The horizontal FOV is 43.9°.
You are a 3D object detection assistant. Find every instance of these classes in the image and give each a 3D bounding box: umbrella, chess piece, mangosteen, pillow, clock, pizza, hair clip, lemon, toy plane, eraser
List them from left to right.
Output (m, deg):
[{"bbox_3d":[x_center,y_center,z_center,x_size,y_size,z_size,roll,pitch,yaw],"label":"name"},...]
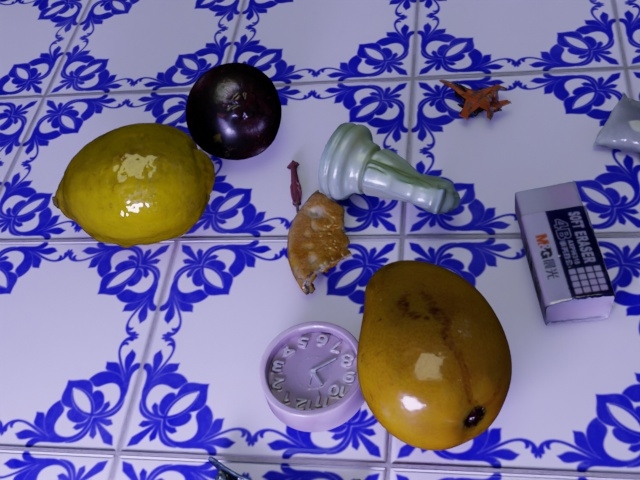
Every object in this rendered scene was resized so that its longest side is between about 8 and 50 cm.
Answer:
[{"bbox_3d":[-0.394,-0.117,1.703,0.316,0.285,0.285,-17,48,-28],"label":"lemon"},{"bbox_3d":[-0.208,-0.298,1.863,0.228,0.228,0.265,-33,12,-15],"label":"mangosteen"},{"bbox_3d":[-0.065,0.423,1.355,0.275,0.048,0.083,4,51,8],"label":"hair clip"},{"bbox_3d":[-0.056,-0.121,1.790,0.025,0.027,0.165,22,42,-29],"label":"umbrella"},{"bbox_3d":[-0.011,0.248,1.460,0.197,0.068,0.196,-6,52,7],"label":"clock"},{"bbox_3d":[-0.006,-0.002,1.665,0.134,0.056,0.271,-12,47,6],"label":"pizza"},{"bbox_3d":[0.157,-0.129,1.669,0.298,0.175,0.175,23,60,22],"label":"chess piece"},{"bbox_3d":[0.352,-0.335,1.862,0.135,0.062,0.188,-40,41,-19],"label":"toy plane"},{"bbox_3d":[0.463,0.019,1.532,0.130,0.086,0.287,-9,51,5],"label":"eraser"},{"bbox_3d":[0.723,-0.217,1.674,0.254,0.078,0.144,25,71,28],"label":"pillow"}]

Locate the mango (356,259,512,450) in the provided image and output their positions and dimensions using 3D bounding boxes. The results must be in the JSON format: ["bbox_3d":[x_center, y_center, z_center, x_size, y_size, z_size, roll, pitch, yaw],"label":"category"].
[{"bbox_3d":[0.187,0.181,1.378,0.264,0.221,0.378,-9,43,-3],"label":"mango"}]
